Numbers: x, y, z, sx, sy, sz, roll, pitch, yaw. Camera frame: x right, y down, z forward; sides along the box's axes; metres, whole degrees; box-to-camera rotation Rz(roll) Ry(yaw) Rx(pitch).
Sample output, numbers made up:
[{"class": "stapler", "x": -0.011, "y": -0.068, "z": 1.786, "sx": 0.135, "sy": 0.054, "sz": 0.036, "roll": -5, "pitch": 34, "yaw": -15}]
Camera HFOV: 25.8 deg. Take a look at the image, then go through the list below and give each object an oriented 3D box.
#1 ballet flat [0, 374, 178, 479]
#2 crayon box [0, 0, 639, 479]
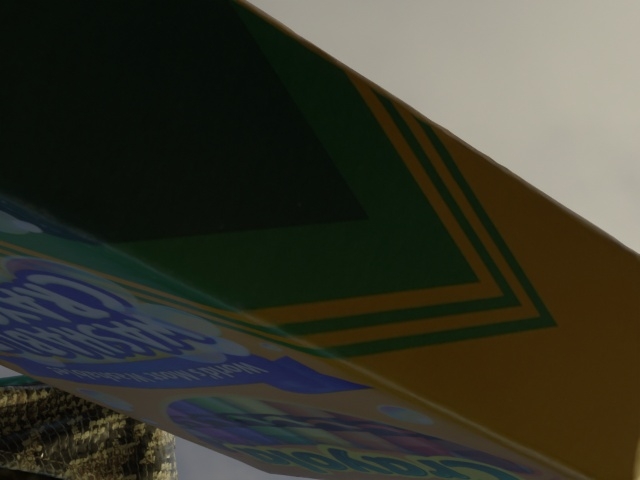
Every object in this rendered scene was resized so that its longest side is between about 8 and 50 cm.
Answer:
[{"class": "ballet flat", "x": -0.280, "y": 0.161, "z": 0.896, "sx": 0.483, "sy": 0.164, "sz": 0.182, "roll": 12, "pitch": -127, "yaw": -44}, {"class": "crayon box", "x": -0.031, "y": 0.012, "z": 0.463, "sx": 0.323, "sy": 0.203, "sz": 0.083, "roll": 27, "pitch": -111, "yaw": -33}]
